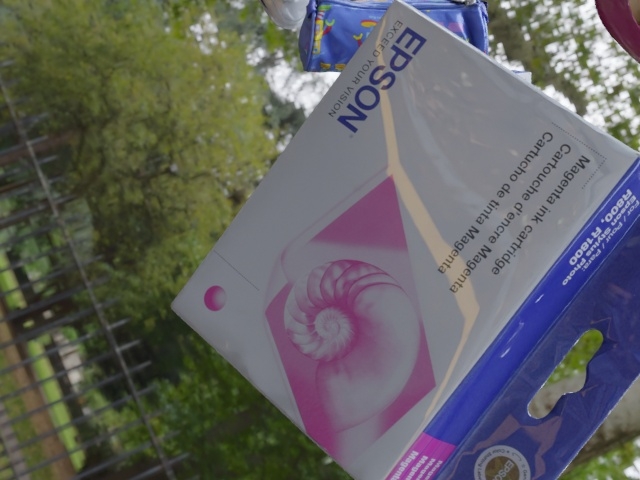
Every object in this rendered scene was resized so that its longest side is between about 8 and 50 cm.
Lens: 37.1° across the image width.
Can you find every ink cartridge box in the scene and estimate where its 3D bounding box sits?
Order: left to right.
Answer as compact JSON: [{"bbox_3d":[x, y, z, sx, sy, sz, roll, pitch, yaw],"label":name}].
[{"bbox_3d":[0.092,0.027,0.752,0.330,0.324,0.071,38,5,23],"label":"ink cartridge box"}]

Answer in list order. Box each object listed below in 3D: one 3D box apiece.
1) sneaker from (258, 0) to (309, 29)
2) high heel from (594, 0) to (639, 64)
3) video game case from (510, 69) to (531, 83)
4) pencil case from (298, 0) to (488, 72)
[{"bbox_3d":[-0.042,-0.517,1.803,0.366,0.137,0.210,91,-21,-49],"label":"sneaker"},{"bbox_3d":[0.314,-0.217,0.804,0.377,0.127,0.181,42,18,-49],"label":"high heel"},{"bbox_3d":[0.291,-0.205,1.893,0.061,0.269,0.244,-150,-126,-63],"label":"video game case"},{"bbox_3d":[0.119,-0.323,1.490,0.119,0.306,0.133,-96,-172,-47],"label":"pencil case"}]
